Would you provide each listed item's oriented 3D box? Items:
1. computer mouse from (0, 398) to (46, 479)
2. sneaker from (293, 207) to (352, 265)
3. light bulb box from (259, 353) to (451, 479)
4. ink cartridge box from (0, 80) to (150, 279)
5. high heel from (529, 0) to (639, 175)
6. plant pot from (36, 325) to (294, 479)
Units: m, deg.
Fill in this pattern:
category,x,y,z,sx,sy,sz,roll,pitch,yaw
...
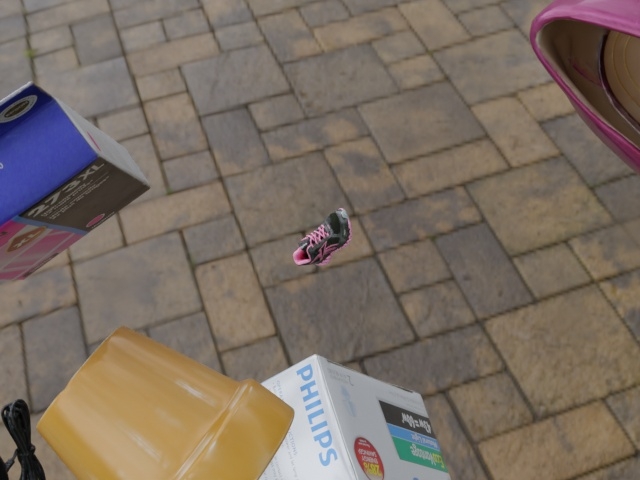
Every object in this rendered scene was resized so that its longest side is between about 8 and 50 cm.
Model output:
category,x,y,z,sx,sy,sz,roll,pitch,yaw
computer mouse,-0.432,0.344,1.251,0.060,0.184,0.262,0,29,9
sneaker,0.000,0.000,1.329,0.057,0.119,0.047,-8,60,-33
light bulb box,-0.027,0.389,1.599,0.361,0.358,0.225,-30,58,21
ink cartridge box,-0.266,-0.038,0.882,0.176,0.371,0.069,-36,87,-2
high heel,0.249,0.016,0.410,0.181,0.127,0.377,-12,48,-41
plant pot,-0.160,0.188,0.948,0.188,0.205,0.205,39,56,-3
